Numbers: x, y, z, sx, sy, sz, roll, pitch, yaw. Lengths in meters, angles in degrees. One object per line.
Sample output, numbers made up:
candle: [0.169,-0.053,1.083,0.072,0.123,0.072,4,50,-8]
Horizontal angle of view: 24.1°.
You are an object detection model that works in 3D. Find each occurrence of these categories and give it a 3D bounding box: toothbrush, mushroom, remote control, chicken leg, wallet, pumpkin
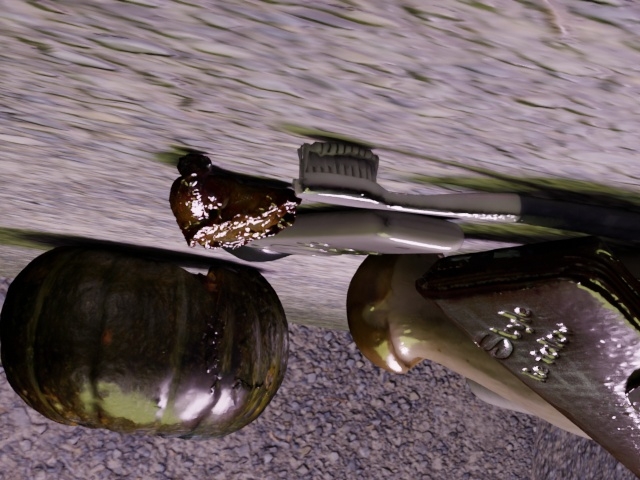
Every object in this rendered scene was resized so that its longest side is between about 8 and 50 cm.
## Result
toothbrush: [0.112,-0.014,0.734,0.288,0.026,0.024,8,174,-29]
mushroom: [0.175,0.062,0.950,0.350,0.128,0.128,8,176,33]
remote control: [0.000,0.000,1.004,0.067,0.029,0.261,10,174,-28]
chicken leg: [-0.053,-0.020,0.830,0.062,0.037,0.145,-19,164,24]
wallet: [0.161,0.077,0.810,0.122,0.031,0.232,-7,140,48]
pumpkin: [-0.191,0.111,1.602,0.320,0.192,0.320,8,173,1]

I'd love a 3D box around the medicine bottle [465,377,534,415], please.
medicine bottle: [0.311,0.103,1.173,0.375,0.123,0.282,10,176,-32]
